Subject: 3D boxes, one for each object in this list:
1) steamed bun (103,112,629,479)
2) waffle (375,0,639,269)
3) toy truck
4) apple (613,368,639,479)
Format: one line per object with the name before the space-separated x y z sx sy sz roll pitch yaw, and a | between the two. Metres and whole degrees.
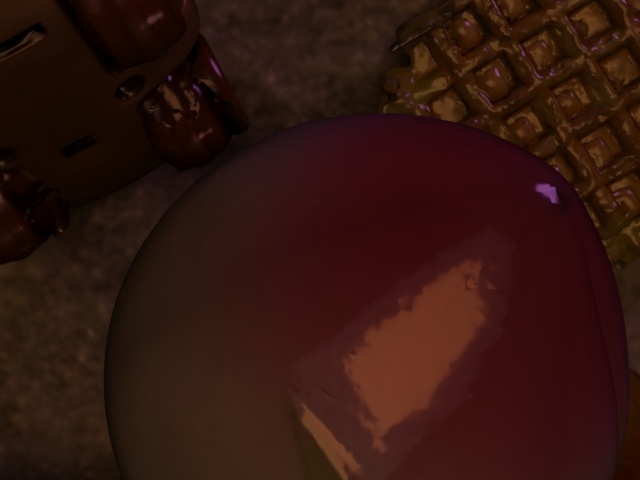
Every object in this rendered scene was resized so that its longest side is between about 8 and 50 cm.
steamed bun | 0.042 0.058 0.531 0.309 0.309 0.310 0 94 -3
waffle | 0.182 -0.108 0.712 0.280 0.060 0.262 14 91 -5
toy truck | -0.186 -0.134 0.594 0.204 0.288 0.212 -28 70 0
apple | 0.160 0.253 0.687 0.254 0.179 0.346 22 94 -43
